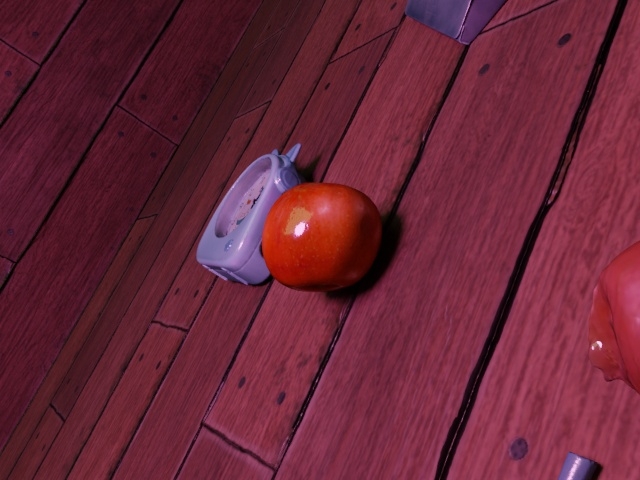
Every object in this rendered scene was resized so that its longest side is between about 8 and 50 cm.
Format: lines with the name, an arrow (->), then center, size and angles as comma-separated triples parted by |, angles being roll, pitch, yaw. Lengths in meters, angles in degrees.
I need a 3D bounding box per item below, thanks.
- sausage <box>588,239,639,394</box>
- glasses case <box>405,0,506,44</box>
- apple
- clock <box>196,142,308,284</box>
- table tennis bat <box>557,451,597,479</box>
sausage -> 0.251, 0.057, 0.327 | 0.148, 0.148, 0.254 | -56, 24, 2
glasses case -> 0.208, -0.400, 1.043 | 0.105, 0.056, 0.266 | -49, 26, 14
apple -> 0.000, 0.000, 0.831 | 0.163, 0.163, 0.139 | -12, 64, 57
clock -> -0.111, -0.054, 1.169 | 0.274, 0.094, 0.224 | -60, 26, -12
table tennis bat -> 0.156, 0.224, 0.447 | 0.100, 0.019, 0.155 | 7, 68, 63
